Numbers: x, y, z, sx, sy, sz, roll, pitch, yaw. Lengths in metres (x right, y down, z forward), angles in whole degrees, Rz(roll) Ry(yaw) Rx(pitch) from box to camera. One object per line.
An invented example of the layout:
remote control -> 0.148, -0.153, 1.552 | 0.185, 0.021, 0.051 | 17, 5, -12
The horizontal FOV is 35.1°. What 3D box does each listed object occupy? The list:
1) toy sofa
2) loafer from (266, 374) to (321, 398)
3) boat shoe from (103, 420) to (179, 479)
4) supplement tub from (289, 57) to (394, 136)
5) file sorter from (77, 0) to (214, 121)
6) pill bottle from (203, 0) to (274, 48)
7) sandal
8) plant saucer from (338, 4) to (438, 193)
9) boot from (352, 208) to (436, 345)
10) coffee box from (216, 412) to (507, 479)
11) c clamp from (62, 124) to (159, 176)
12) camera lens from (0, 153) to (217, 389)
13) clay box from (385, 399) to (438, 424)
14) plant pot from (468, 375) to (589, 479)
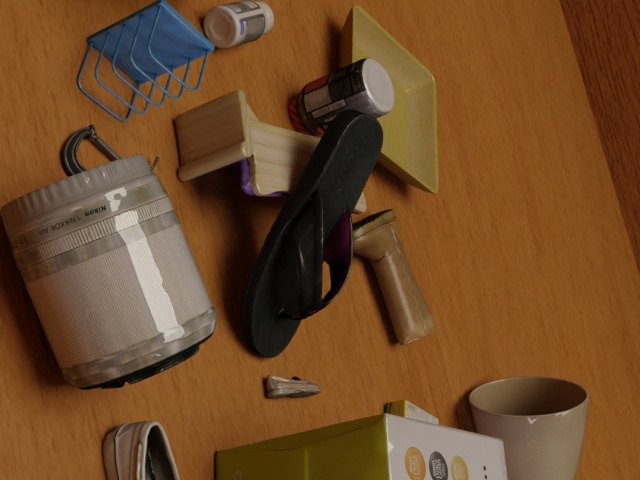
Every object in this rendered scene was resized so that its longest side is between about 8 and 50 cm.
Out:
toy sofa -> -0.078, -0.131, 1.784 | 0.362, 0.150, 0.177 | 6, 72, -54
loafer -> -0.045, 0.249, 1.747 | 0.125, 0.045, 0.039 | 8, 62, -50
boat shoe -> -0.222, 0.379, 1.391 | 0.096, 0.088, 0.267 | 2, 73, -55
supplement tub -> 0.039, -0.273, 1.980 | 0.117, 0.190, 0.117 | 27, 54, -45
file sorter -> -0.272, -0.270, 1.558 | 0.118, 0.170, 0.104 | 38, 48, -39
pill bottle -> -0.148, -0.404, 1.877 | 0.137, 0.078, 0.078 | -32, 101, -55
sandal -> -0.001, -0.002, 1.678 | 0.167, 0.107, 0.446 | 19, 96, -56
plant saucer -> 0.138, -0.298, 2.232 | 0.333, 0.081, 0.333 | 32, 51, -44
boot -> 0.136, 0.083, 2.043 | 0.236, 0.089, 0.269 | -23, 95, -56
coffee box -> 0.069, 0.475, 1.535 | 0.334, 0.338, 0.338 | 23, 57, -47
c clamp -> -0.325, -0.117, 1.547 | 0.160, 0.022, 0.137 | 43, 48, -38
camera lens -> -0.278, 0.047, 1.352 | 0.219, 0.219, 0.274 | -27, 97, -56
clay box -> 0.177, 0.436, 1.962 | 0.127, 0.053, 0.222 | 35, 49, -42
plant pot -> 0.460, 0.467, 2.215 | 0.256, 0.256, 0.274 | -21, 109, -56
